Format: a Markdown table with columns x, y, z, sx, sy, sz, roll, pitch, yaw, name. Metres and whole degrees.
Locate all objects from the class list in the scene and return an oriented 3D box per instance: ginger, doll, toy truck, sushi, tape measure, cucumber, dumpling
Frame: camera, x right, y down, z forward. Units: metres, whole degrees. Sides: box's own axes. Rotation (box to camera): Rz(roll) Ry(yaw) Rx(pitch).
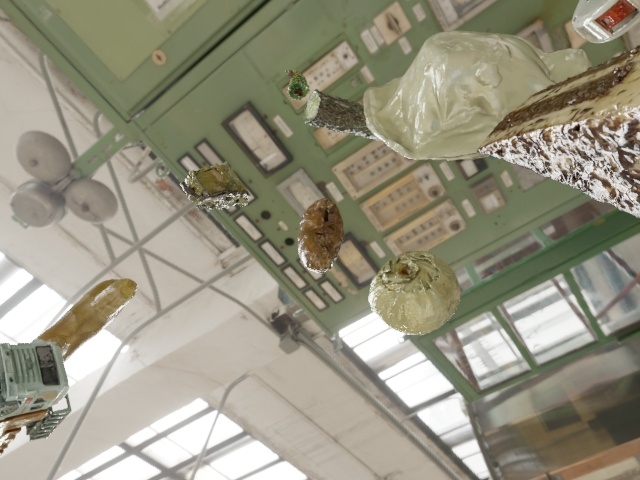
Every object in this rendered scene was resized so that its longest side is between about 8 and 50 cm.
| x | y | z | sx | sy | sz | roll | pitch | yaw | name |
| --- | --- | --- | --- | --- | --- | --- | --- | --- | --- |
| 0.000 | 0.000 | 1.488 | 0.165 | 0.172 | 0.321 | 10 | -130 | -7 | ginger |
| -0.073 | -0.543 | 1.408 | 0.078 | 0.076 | 0.113 | 12 | -108 | -35 | doll |
| -0.422 | 0.168 | 0.664 | 0.065 | 0.118 | 0.299 | 50 | -123 | -14 | ginger |
| -0.365 | 0.194 | 0.507 | 0.115 | 0.177 | 0.080 | 10 | -138 | -53 | toy truck |
| -0.331 | -0.173 | 1.335 | 0.139 | 0.131 | 0.291 | 56 | -157 | 9 | sushi |
| 0.821 | -0.676 | 1.127 | 0.130 | 0.265 | 0.258 | 30 | -117 | -10 | tape measure |
| 0.129 | -0.332 | 1.173 | 0.359 | 0.096 | 0.096 | 6 | -134 | -30 | cucumber |
| 0.265 | -0.235 | 0.746 | 0.233 | 0.394 | 0.316 | 68 | -153 | -47 | dumpling |

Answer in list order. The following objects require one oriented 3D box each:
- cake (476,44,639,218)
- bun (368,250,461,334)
| x | y | z | sx | sy | sz | roll | pitch | yaw | name |
| --- | --- | --- | --- | --- | --- | --- | --- | --- | --- |
| 0.250 | -0.128 | 0.389 | 0.135 | 0.112 | 0.246 | 54 | 177 | -37 | cake |
| 0.266 | 0.130 | 1.181 | 0.259 | 0.259 | 0.152 | -98 | -11 | -53 | bun |
